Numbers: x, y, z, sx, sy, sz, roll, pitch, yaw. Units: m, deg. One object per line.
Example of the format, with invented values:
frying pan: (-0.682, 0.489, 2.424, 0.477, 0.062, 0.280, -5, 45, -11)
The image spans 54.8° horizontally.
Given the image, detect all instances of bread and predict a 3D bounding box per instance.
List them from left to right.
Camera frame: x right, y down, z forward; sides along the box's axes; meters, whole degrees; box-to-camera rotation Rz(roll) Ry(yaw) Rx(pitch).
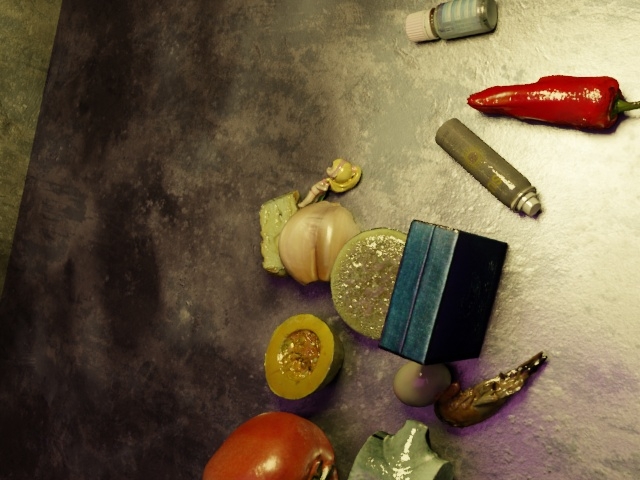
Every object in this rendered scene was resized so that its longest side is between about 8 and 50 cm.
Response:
bread: (-0.098, -0.014, 1.655, 0.128, 0.088, 0.232, -11, 71, 25)
bread: (0.144, 0.101, 1.431, 0.266, 0.040, 0.267, 0, 91, 15)

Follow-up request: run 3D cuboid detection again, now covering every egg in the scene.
egg: (0.223, 0.313, 1.361, 0.135, 0.103, 0.103, -28, 68, 30)

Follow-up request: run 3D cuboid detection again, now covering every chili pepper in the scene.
chili pepper: (0.481, -0.283, 1.253, 0.387, 0.110, 0.110, 13, 92, 38)

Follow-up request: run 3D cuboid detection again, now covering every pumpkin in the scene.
pumpkin: (-0.027, 0.296, 1.556, 0.217, 0.110, 0.217, -18, 62, 38)

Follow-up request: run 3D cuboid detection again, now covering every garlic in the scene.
garlic: (0.000, 0.000, 1.536, 0.217, 0.110, 0.228, -2, 72, 10)

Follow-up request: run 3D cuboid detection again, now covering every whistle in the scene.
whistle: (0.173, 0.584, 1.348, 0.168, 0.188, 0.405, 17, 127, 31)

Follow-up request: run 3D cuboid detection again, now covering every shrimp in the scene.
shrimp: (0.345, 0.307, 1.269, 0.262, 0.117, 0.066, -47, 27, 22)

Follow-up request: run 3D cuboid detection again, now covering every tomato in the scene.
tomato: (-0.111, 0.578, 1.436, 0.272, 0.341, 0.342, -7, 80, 29)

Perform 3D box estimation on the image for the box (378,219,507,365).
box: (0.260, 0.108, 1.254, 0.116, 0.279, 0.262, 15, 93, 35)

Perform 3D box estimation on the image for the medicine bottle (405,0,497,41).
medicine bottle: (0.299, -0.509, 1.428, 0.203, 0.083, 0.084, -1, 83, 35)

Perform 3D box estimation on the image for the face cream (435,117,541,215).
face cream: (0.364, -0.158, 1.340, 0.073, 0.073, 0.283, -51, 59, 19)

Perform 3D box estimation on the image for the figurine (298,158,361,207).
figurine: (0.024, -0.139, 1.592, 0.187, 0.083, 0.083, -40, 62, 18)
